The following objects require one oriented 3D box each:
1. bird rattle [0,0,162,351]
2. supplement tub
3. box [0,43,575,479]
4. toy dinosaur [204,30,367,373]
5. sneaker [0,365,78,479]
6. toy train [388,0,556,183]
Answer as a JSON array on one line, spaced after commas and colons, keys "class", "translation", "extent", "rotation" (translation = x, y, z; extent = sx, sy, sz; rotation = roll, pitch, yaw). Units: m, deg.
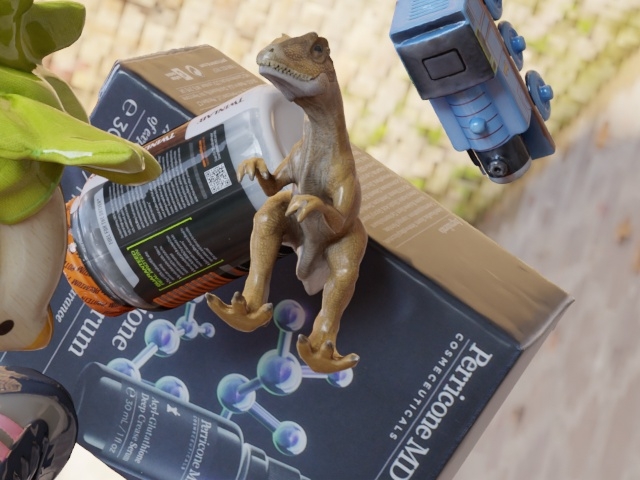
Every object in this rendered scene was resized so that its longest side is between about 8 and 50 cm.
[{"class": "bird rattle", "translation": [-0.202, -0.013, 0.882], "extent": [0.143, 0.253, 0.207], "rotation": [-123, 29, -47]}, {"class": "supplement tub", "translation": [-0.088, -0.023, 1.385], "extent": [0.190, 0.117, 0.117], "rotation": [-24, 34, 22]}, {"class": "box", "translation": [-0.045, 0.069, 1.625], "extent": [0.293, 0.395, 0.212], "rotation": [-58, -10, 18]}, {"class": "toy dinosaur", "translation": [0.000, 0.000, 0.811], "extent": [0.211, 0.064, 0.112], "rotation": [93, -166, -59]}, {"class": "sneaker", "translation": [-0.203, 0.158, 1.089], "extent": [0.319, 0.131, 0.112], "rotation": [-25, -48, -62]}, {"class": "toy train", "translation": [0.118, -0.124, 1.487], "extent": [0.184, 0.080, 0.105], "rotation": [61, -152, -29]}]
